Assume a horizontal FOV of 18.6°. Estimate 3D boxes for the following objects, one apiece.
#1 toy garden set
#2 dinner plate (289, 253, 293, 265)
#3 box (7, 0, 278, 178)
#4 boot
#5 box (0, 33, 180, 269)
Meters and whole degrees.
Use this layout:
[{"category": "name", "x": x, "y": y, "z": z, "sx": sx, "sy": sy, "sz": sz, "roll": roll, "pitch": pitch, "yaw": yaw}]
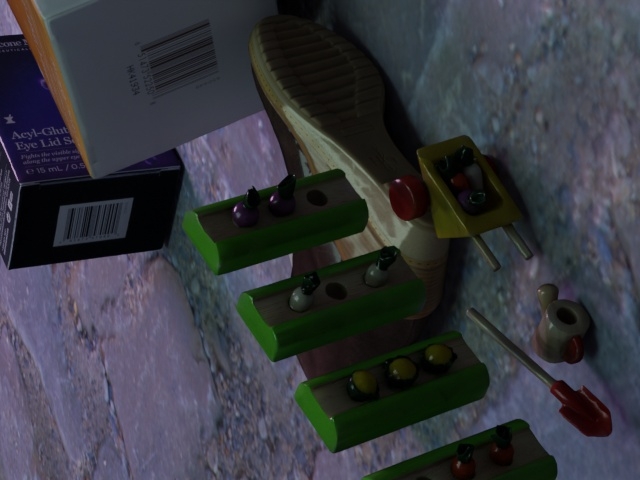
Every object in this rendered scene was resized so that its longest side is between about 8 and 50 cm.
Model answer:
[{"category": "toy garden set", "x": 0.068, "y": 0.038, "z": 1.130, "sx": 0.244, "sy": 0.204, "sz": 0.049, "roll": 54, "pitch": 144, "yaw": 28}, {"category": "dinner plate", "x": 0.000, "y": 0.000, "z": 1.457, "sx": 0.141, "sy": 0.017, "sz": 0.141, "roll": 172, "pitch": 90, "yaw": -67}, {"category": "box", "x": -0.175, "y": -0.259, "z": 1.466, "sx": 0.215, "sy": 0.168, "sz": 0.345, "roll": 82, "pitch": 162, "yaw": -60}, {"category": "boot", "x": -0.004, "y": -0.013, "z": 1.367, "sx": 0.248, "sy": 0.090, "sz": 0.207, "roll": 58, "pitch": 143, "yaw": 33}, {"category": "box", "x": -0.237, "y": -0.087, "z": 1.772, "sx": 0.207, "sy": 0.153, "sz": 0.108, "roll": 60, "pitch": 147, "yaw": 37}]
